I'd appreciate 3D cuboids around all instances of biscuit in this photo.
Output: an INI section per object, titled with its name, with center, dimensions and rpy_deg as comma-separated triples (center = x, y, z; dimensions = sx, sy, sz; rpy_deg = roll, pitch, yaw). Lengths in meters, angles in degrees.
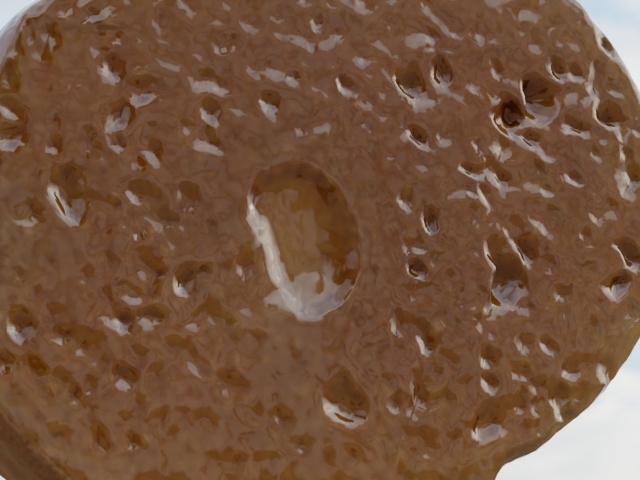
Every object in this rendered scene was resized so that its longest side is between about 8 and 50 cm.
[biscuit]
center = 0.000, 0.000, 0.967
dimensions = 0.455, 0.350, 0.078
rpy_deg = -22, -8, -29
